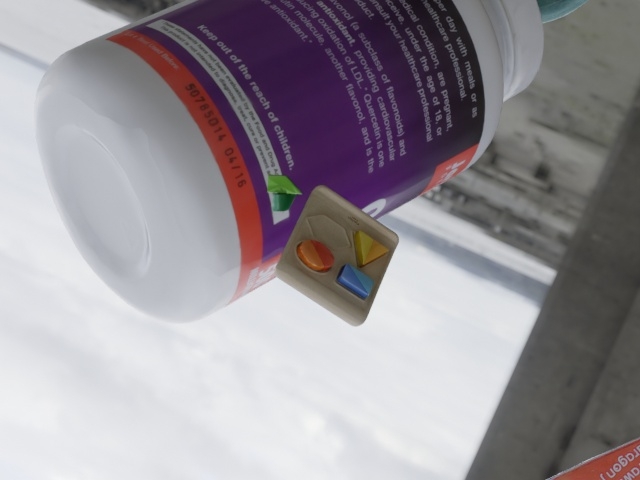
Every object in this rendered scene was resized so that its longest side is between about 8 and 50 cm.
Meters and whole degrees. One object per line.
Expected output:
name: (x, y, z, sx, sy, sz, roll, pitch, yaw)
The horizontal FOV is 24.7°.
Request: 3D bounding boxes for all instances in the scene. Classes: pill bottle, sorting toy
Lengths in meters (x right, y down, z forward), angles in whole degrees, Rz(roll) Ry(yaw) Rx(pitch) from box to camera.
pill bottle: (-0.009, -0.090, 0.946, 0.323, 0.181, 0.181, -29, -145, -30)
sorting toy: (0.000, 0.000, 0.777, 0.083, 0.062, 0.012, 34, 148, -13)

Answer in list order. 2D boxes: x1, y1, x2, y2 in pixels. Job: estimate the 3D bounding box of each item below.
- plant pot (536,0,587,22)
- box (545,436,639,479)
plant pot: (0.193, -0.335, 1.474, 0.293, 0.293, 0.196, 23, -153, -25)
box: (0.247, 0.213, 1.038, 0.300, 0.154, 0.142, 43, -157, -75)
